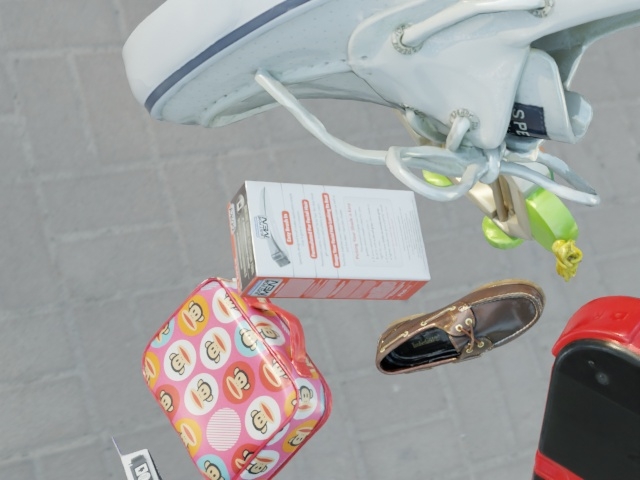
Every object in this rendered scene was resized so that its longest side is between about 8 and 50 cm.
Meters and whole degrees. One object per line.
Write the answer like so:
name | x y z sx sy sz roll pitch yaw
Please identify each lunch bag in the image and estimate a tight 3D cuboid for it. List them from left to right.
lunch bag | -0.121 0.200 1.748 0.120 0.258 0.293 13 34 -52

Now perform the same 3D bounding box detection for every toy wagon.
toy wagon | 0.186 -0.090 1.302 0.068 0.267 0.344 -39 58 -7

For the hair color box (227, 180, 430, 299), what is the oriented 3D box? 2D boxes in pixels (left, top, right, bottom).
hair color box | 0.007 0.002 1.031 0.167 0.053 0.093 3 63 -24

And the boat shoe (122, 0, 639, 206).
boat shoe | 0.078 -0.082 0.502 0.136 0.367 0.156 -26 97 -62

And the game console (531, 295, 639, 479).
game console | 0.333 0.238 0.871 0.386 0.342 0.060 29 51 30

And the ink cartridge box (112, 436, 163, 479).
ink cartridge box | -0.191 0.370 1.457 0.045 0.208 0.206 -24 121 -11

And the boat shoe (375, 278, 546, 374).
boat shoe | 0.159 0.107 1.319 0.073 0.207 0.073 61 24 -11
